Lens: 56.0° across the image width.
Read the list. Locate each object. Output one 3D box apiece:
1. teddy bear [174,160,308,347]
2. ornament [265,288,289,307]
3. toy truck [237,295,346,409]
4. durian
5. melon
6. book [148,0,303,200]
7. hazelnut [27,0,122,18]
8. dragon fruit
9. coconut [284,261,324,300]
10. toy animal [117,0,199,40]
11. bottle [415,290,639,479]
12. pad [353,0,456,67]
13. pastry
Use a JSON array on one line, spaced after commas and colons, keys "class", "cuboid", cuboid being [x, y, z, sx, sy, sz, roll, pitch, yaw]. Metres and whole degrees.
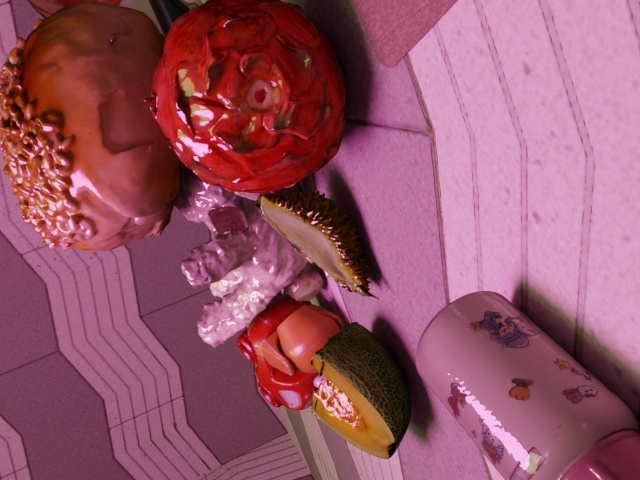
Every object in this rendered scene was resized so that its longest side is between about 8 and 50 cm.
[{"class": "teddy bear", "cuboid": [-0.207, -0.039, 1.102, 0.362, 0.375, 0.327, 37, -145, -25]}, {"class": "ornament", "cuboid": [-0.091, 0.135, 1.480, 0.260, 0.106, 0.251, 53, 163, 29]}, {"class": "toy truck", "cuboid": [-0.029, 0.237, 1.229, 0.239, 0.189, 0.264, 14, 135, 54]}, {"class": "durian", "cuboid": [0.006, -0.007, 0.891, 0.220, 0.095, 0.137, 47, 177, -7]}, {"class": "melon", "cuboid": [0.083, 0.239, 0.963, 0.169, 0.129, 0.265, 37, 151, 20]}, {"class": "book", "cuboid": [-0.144, -0.220, 0.993, 0.379, 0.031, 0.264, 65, -164, 14]}, {"class": "hazelnut", "cuboid": [-0.541, -0.655, 1.470, 0.359, 0.359, 0.409, 60, 173, 27]}, {"class": "dragon fruit", "cuboid": [-0.080, -0.167, 0.715, 0.240, 0.241, 0.252, 63, -174, 19]}, {"class": "coconut", "cuboid": [-0.033, 0.082, 1.199, 0.082, 0.083, 0.081, 30, 103, 51]}, {"class": "toy animal", "cuboid": [-0.284, -0.365, 1.198, 0.212, 0.213, 0.267, 64, -173, 15]}, {"class": "bottle", "cuboid": [0.178, 0.144, 0.470, 0.233, 0.110, 0.109, 49, 157, 50]}, {"class": "pad", "cuboid": [0.063, -0.260, 0.489, 0.176, 0.002, 0.266, 67, 166, 0]}, {"class": "pastry", "cuboid": [-0.357, -0.164, 0.927, 0.410, 0.245, 0.409, 29, 123, 59]}]
